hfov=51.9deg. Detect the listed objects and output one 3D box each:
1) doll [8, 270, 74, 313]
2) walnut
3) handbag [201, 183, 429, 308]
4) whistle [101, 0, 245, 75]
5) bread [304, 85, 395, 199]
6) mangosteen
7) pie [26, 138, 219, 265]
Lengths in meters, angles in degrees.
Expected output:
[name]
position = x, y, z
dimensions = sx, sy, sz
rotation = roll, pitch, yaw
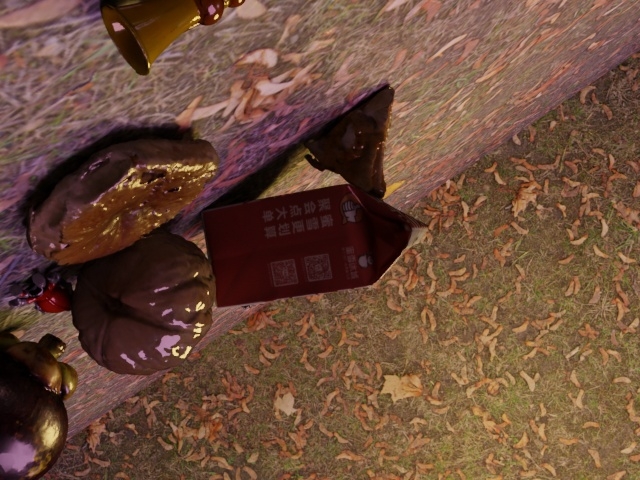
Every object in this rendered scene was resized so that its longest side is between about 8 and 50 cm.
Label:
[doll]
position = -0.311, 0.063, 0.754
dimensions = 0.057, 0.039, 0.114
rotation = -62, 167, -12
[walnut]
position = -0.207, 0.073, 0.801
dimensions = 0.178, 0.178, 0.230
rotation = -35, -178, 5
[handbag]
position = 0.000, 0.000, 0.930
dimensions = 0.298, 0.150, 0.171
rotation = -11, 178, 13
[whistle]
position = -0.081, -0.144, 0.421
dimensions = 0.109, 0.046, 0.057
rotation = -37, 160, -26
[bread]
position = 0.071, -0.135, 0.942
dimensions = 0.152, 0.127, 0.147
rotation = -52, 172, 1
[mangosteen]
position = -0.387, 0.192, 0.795
dimensions = 0.192, 0.192, 0.217
rotation = -42, -160, 46
[pie]
position = -0.186, -0.037, 0.625
dimensions = 0.195, 0.046, 0.195
rotation = -33, 173, -4
